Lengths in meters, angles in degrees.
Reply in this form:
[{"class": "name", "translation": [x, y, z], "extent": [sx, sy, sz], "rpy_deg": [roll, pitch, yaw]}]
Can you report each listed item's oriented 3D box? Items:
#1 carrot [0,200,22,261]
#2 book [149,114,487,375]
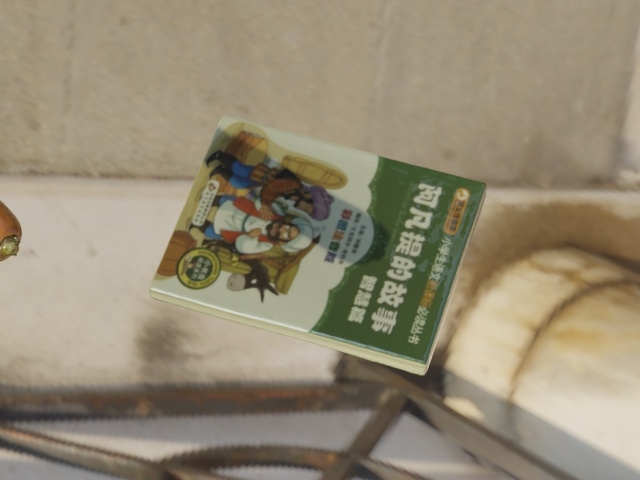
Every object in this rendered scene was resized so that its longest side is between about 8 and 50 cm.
[{"class": "carrot", "translation": [-0.292, -0.058, 1.291], "extent": [0.043, 0.248, 0.043], "rpy_deg": [-34, 145, -29]}, {"class": "book", "translation": [0.000, 0.000, 1.689], "extent": [0.027, 0.264, 0.202], "rpy_deg": [88, 20, -59]}]
